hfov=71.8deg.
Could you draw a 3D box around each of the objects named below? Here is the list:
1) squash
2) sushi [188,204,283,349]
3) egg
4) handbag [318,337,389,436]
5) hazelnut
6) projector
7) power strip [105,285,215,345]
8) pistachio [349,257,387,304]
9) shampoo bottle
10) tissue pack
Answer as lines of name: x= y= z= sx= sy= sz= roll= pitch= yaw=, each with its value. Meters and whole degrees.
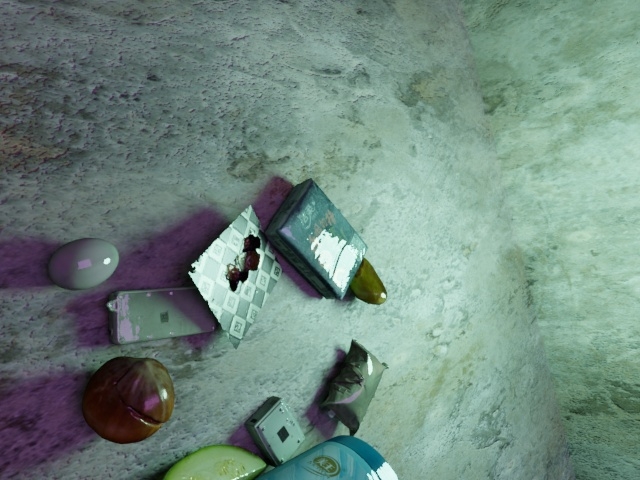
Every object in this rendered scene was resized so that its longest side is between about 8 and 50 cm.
squash: x=-0.260 y=0.530 z=1.010 sx=0.289 sy=0.111 sz=0.203 roll=-26 pitch=141 yaw=-38
sushi: x=-0.222 y=0.086 z=1.156 sx=0.290 sy=0.050 sz=0.263 roll=-59 pitch=137 yaw=-44
egg: x=-0.485 y=0.047 z=0.909 sx=0.135 sy=0.103 sz=0.103 roll=-28 pitch=102 yaw=-43
handbag: x=0.106 y=0.445 z=1.367 sx=0.182 sy=0.117 sz=0.270 roll=46 pitch=56 yaw=-16
hazelnut: x=-0.383 y=0.321 z=0.915 sx=0.182 sy=0.182 sz=0.181 roll=9 pitch=77 yaw=-41
projector: x=-0.117 y=0.513 z=1.188 sx=0.115 sy=0.061 sz=0.147 roll=-38 pitch=109 yaw=-41
power strip: x=-0.364 y=0.170 z=1.035 sx=0.271 sy=0.046 sz=0.117 roll=1 pitch=85 yaw=-43
pistachio: x=0.150 y=0.142 z=1.466 sx=0.189 sy=0.100 sz=0.110 roll=60 pitch=8 yaw=28
shampoo bottle: x=-0.016 y=0.694 z=1.060 sx=0.343 sy=0.331 sz=0.330 roll=-4 pitch=85 yaw=-43
tissue pack: x=0.000 y=0.000 z=1.355 sx=0.315 sy=0.103 sz=0.227 roll=49 pitch=53 yaw=-26
